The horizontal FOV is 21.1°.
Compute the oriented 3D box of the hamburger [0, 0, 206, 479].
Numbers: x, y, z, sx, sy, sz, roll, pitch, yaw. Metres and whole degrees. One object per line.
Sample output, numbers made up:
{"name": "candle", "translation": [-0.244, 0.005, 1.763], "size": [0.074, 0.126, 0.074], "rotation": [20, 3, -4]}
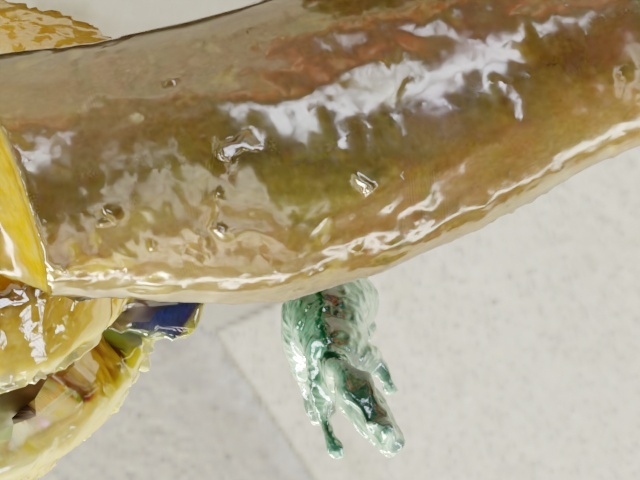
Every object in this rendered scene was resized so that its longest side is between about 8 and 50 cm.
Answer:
{"name": "hamburger", "translation": [-0.141, 0.008, 0.512], "size": [0.182, 0.191, 0.118], "rotation": [21, 122, 19]}

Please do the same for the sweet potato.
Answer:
{"name": "sweet potato", "translation": [0.023, -0.029, 0.416], "size": [0.243, 0.077, 0.077], "rotation": [-10, 122, -3]}

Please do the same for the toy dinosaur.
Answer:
{"name": "toy dinosaur", "translation": [0.002, 0.039, 1.142], "size": [0.076, 0.383, 0.129], "rotation": [-8, 125, -9]}
